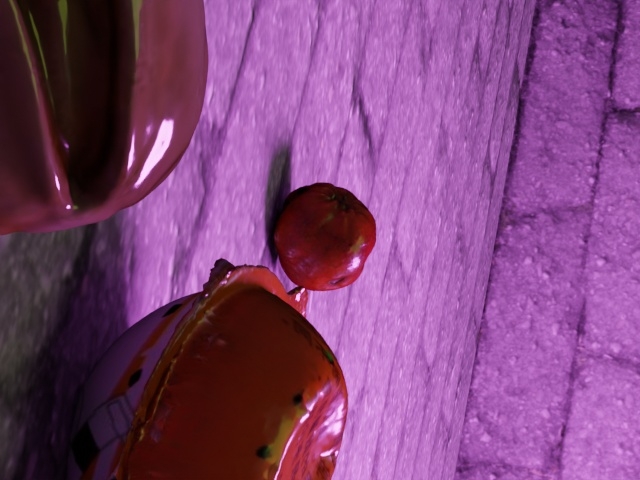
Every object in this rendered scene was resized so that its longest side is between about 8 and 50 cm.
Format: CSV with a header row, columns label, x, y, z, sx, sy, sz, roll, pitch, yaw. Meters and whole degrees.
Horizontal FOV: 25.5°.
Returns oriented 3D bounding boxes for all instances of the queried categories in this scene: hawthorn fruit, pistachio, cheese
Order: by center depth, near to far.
label,x,y,z,sx,sy,sz,roll,pitch,yaw
pistachio,-0.111,-0.097,0.526,0.129,0.131,0.206,-18,118,-27
cheese,-0.083,0.135,0.754,0.329,0.129,0.217,-49,149,-47
hawthorn fruit,0.000,0.000,1.147,0.093,0.093,0.093,7,90,-77
